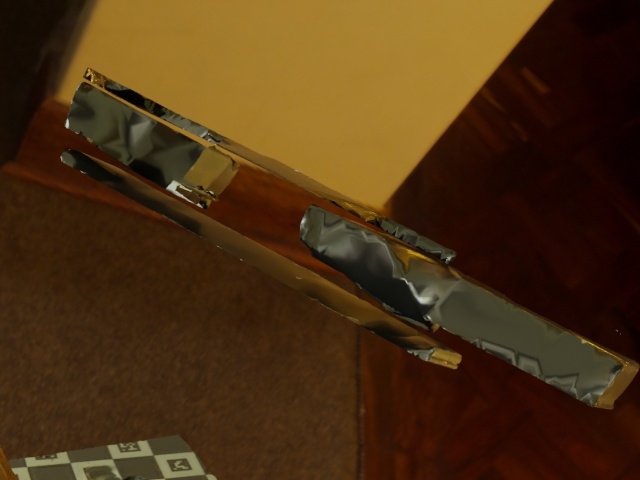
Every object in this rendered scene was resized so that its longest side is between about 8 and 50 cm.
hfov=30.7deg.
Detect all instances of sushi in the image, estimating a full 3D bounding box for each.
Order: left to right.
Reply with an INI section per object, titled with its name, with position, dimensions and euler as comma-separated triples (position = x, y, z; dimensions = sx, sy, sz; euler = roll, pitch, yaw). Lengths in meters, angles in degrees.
[sushi]
position = -0.185, 0.248, 1.035
dimensions = 0.210, 0.040, 0.192
euler = -5, 25, -32

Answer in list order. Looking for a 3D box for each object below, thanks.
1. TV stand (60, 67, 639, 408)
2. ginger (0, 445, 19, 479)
[TV stand]
position = 0.000, 0.000, 0.443
dimensions = 0.249, 0.042, 0.036
euler = 28, 0, 26
[ginger]
position = -0.116, 0.250, 0.370
dimensions = 0.166, 0.376, 0.236
euler = -15, 27, -4
